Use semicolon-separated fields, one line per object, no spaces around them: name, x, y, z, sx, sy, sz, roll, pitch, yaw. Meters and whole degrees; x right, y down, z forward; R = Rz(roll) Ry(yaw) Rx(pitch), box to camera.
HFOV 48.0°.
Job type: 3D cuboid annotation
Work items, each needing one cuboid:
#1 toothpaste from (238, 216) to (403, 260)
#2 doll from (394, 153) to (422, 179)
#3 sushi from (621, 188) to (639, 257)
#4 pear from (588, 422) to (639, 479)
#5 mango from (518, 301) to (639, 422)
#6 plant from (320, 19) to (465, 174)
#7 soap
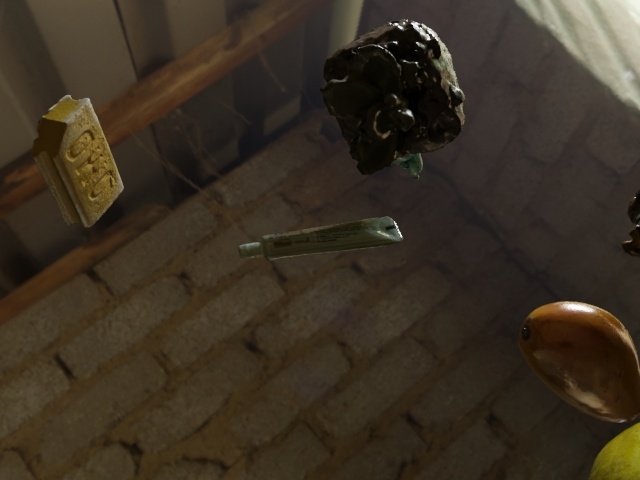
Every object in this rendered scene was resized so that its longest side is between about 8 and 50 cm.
toothpaste;0.000;0.000;1.114;0.255;0.067;0.037;-9;-49;-14
doll;0.186;-0.206;1.433;0.158;0.159;0.059;-27;11;-30
sushi;0.635;-0.031;1.190;0.213;0.204;0.200;-4;-74;-48
pear;0.295;0.222;0.587;0.162;0.149;0.149;-37;-15;-44
mango;0.396;0.179;1.046;0.138;0.253;0.113;-47;20;6
plant;0.117;-0.234;1.162;0.213;0.215;0.312;-20;16;15
soap;-0.484;-0.154;1.432;0.232;0.073;0.140;82;-154;-45
